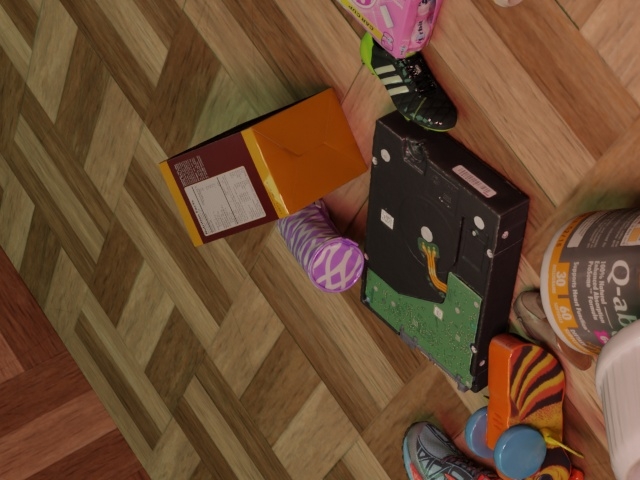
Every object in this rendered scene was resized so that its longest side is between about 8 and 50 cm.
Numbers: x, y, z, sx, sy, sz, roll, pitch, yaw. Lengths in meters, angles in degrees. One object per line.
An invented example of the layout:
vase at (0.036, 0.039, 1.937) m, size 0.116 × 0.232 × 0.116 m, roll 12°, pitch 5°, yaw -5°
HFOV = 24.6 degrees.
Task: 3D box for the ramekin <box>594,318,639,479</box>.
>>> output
ramekin at (0.395, 0.179, 1.393) m, size 0.272 × 0.127 × 0.273 m, roll 8°, pitch 146°, yaw 5°

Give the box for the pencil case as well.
pencil case at (0.000, 0.000, 2.108) m, size 0.086 × 0.088 × 0.206 m, roll 29°, pitch -168°, yaw -27°

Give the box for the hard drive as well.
hard drive at (0.157, 0.018, 1.941) m, size 0.237 × 0.064 × 0.339 m, roll 41°, pitch 144°, yaw 34°

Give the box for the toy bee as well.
toy bee at (0.269, 0.266, 1.914) m, size 0.195 × 0.162 × 0.298 m, roll 59°, pitch 138°, yaw 48°

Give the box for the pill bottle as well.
pill bottle at (0.371, 0.042, 1.509) m, size 0.278 × 0.162 × 0.162 m, roll -4°, pitch 110°, yaw 57°

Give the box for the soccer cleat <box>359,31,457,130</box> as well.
soccer cleat at (0.109, -0.207, 1.835) m, size 0.179 × 0.060 × 0.072 m, roll 50°, pitch 148°, yaw 27°

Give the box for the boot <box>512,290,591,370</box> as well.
boot at (0.288, 0.114, 1.842) m, size 0.118 × 0.042 × 0.087 m, roll 63°, pitch 158°, yaw 2°

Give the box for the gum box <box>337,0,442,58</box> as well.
gum box at (0.072, -0.321, 1.793) m, size 0.188 × 0.062 × 0.107 m, roll 48°, pitch 148°, yaw 25°

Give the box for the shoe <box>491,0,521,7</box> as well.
shoe at (0.234, -0.309, 1.526) m, size 0.058 × 0.076 × 0.219 m, roll 57°, pitch 149°, yaw 20°

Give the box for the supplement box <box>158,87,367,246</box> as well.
supplement box at (-0.080, -0.102, 2.041) m, size 0.194 × 0.191 × 0.129 m, roll -17°, pitch 100°, yaw 42°

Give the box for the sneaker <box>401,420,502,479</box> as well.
sneaker at (0.228, 0.353, 2.106) m, size 0.262 × 0.104 × 0.125 m, roll 51°, pitch 132°, yaw 11°
